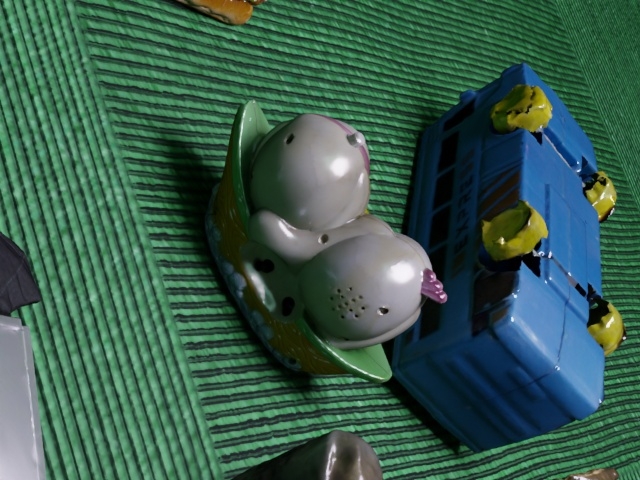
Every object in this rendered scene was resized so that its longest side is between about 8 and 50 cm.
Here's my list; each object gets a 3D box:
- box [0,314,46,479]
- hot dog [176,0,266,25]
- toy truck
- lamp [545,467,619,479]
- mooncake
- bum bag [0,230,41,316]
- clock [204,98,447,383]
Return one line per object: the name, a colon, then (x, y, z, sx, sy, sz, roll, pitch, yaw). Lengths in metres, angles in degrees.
box: (-0.191, 0.155, 0.578, 0.086, 0.129, 0.225, 17, 53, -49)
hot dog: (-0.093, -0.219, 1.085, 0.133, 0.041, 0.056, 15, 55, -50)
toy truck: (0.171, 0.000, 1.191, 0.161, 0.162, 0.385, 45, 34, -26)
lamp: (0.223, 0.320, 1.014, 0.177, 0.177, 0.273, 4, 64, -54)
mooncake: (-0.010, 0.193, 0.817, 0.073, 0.125, 0.130, 38, 42, -42)
bum bag: (-0.235, -0.023, 0.730, 0.197, 0.049, 0.087, 47, 11, -23)
clock: (0.000, 0.000, 0.959, 0.231, 0.144, 0.103, 60, 30, -3)
